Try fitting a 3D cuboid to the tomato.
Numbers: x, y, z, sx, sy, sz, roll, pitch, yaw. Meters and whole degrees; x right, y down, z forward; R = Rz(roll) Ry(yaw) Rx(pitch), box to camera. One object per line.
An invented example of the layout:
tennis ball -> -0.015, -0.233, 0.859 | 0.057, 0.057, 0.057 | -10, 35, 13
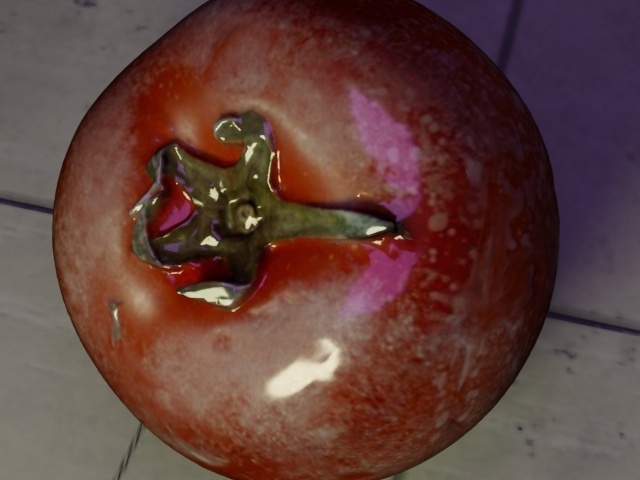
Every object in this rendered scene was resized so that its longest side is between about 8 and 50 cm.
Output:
tomato -> 0.000, 0.000, 0.941 | 0.270, 0.227, 0.270 | -4, 81, 25
